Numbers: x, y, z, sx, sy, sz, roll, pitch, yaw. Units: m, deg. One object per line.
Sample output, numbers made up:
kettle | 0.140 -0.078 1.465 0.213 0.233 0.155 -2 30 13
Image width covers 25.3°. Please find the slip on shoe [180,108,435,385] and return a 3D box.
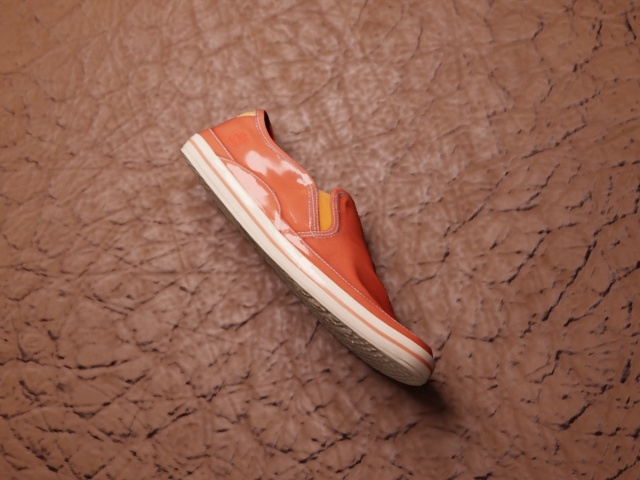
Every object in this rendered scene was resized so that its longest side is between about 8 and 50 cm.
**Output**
slip on shoe | 0.000 0.000 1.331 0.101 0.123 0.331 -38 66 -6
